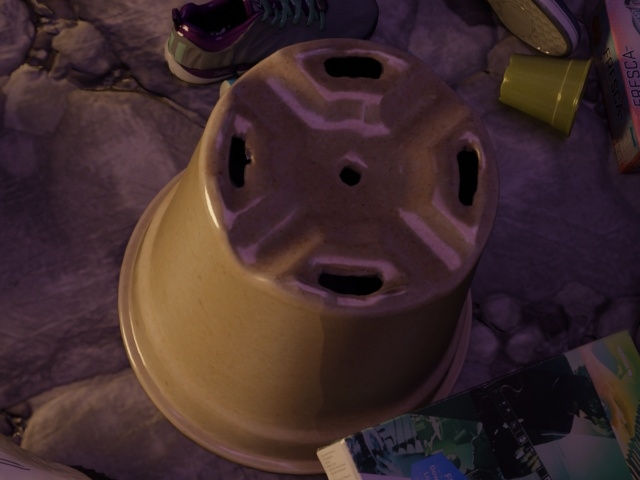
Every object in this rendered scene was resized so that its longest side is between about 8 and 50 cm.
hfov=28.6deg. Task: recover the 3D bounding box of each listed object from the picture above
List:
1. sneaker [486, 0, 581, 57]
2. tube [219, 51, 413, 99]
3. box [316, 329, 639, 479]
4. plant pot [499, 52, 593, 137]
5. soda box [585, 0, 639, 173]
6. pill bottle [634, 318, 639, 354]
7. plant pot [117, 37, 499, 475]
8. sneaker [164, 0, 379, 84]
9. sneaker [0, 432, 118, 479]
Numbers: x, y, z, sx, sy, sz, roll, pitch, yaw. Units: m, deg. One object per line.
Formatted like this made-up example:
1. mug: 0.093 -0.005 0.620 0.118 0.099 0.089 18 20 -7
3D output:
1. sneaker: 0.230 -0.310 1.314 0.163 0.086 0.226 -36 77 -17
2. tube: 0.007 -0.143 1.237 0.207 0.052 0.080 -9 74 -18
3. box: 0.178 0.228 1.054 0.322 0.058 0.232 -16 80 -32
4. plant pot: 0.224 -0.153 1.263 0.079 0.083 0.083 17 67 11
5. soda box: 0.326 -0.162 1.287 0.063 0.058 0.183 -4 70 -10
6. pill bottle: 0.351 0.074 1.179 0.094 0.094 0.169 22 68 0
7. plant pot: 0.000 0.000 1.038 0.334 0.305 0.333 3 68 -7
8. sneaker: -0.040 -0.213 1.226 0.224 0.098 0.083 -17 73 -15
9. sneaker: -0.227 0.225 1.044 0.237 0.085 0.086 27 93 -1
